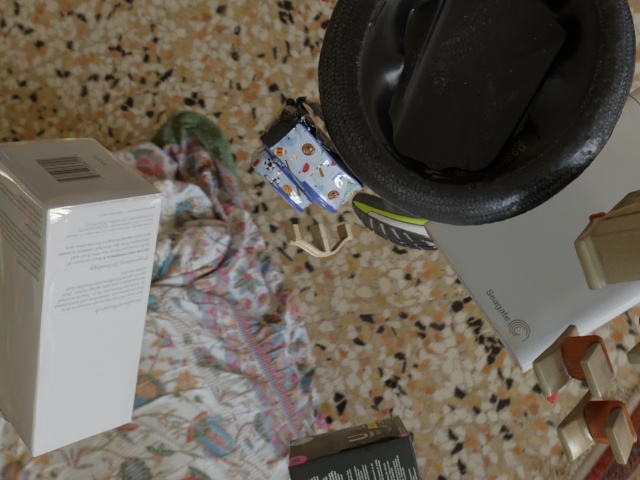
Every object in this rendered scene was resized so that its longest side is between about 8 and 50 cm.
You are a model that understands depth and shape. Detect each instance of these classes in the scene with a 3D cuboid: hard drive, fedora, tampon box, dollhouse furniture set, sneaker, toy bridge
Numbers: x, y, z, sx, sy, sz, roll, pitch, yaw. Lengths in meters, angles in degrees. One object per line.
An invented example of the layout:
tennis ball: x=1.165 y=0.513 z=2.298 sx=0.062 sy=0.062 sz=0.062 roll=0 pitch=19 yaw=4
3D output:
hard drive: x=0.343 y=-0.023 z=0.923 sx=0.353 sy=0.047 sz=0.233 roll=-33 pitch=64 yaw=4
fedora: x=0.155 y=-0.175 z=0.770 sx=0.334 sy=0.152 sz=0.333 roll=0 pitch=86 yaw=0
tampon box: x=0.045 y=0.310 z=0.952 sx=0.161 sy=0.120 sz=0.101 roll=-13 pitch=90 yaw=-2
dollhouse furniture set: x=0.346 y=0.085 z=0.682 sx=0.262 sy=0.135 sz=0.259 roll=-14 pitch=101 yaw=47
sneaker: x=0.201 y=-0.048 z=1.212 sx=0.300 sy=0.111 sz=0.121 roll=11 pitch=75 yaw=11
toy bridge: x=0.000 y=0.000 z=1.391 sx=0.026 sy=0.188 sz=0.063 roll=-20 pitch=80 yaw=36

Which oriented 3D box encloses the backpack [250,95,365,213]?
backpack: x=-0.027 y=-0.181 z=1.687 sx=0.263 sy=0.276 sz=0.213 roll=39 pitch=106 yaw=-12

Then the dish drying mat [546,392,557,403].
dish drying mat: x=0.550 y=0.339 z=1.688 sx=0.008 sy=0.032 sz=0.083 roll=-2 pitch=62 yaw=51

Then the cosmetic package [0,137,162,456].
cosmetic package: x=-0.341 y=0.071 z=0.949 sx=0.197 sy=0.155 sz=0.365 roll=36 pitch=124 yaw=36
